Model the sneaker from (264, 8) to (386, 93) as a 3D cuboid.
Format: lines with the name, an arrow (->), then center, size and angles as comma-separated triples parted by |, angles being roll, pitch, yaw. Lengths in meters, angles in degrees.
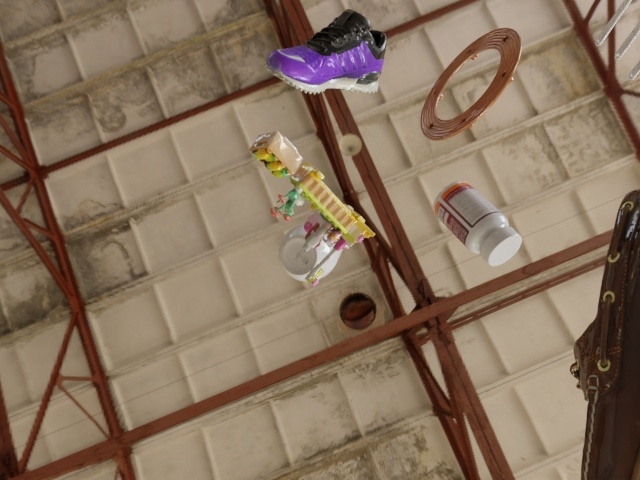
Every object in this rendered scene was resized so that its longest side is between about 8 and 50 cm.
sneaker -> 0.021, -0.365, 1.006 | 0.102, 0.293, 0.146 | 41, -54, 29

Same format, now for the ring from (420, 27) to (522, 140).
ring -> 0.391, -0.403, 1.398 | 0.032, 0.336, 0.337 | 30, -102, -24

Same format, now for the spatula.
spatula -> 0.705, -0.487, 1.153 | 0.019, 0.242, 0.168 | -19, -117, -20

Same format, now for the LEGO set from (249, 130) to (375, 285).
LEGO set -> -0.016, -0.018, 0.688 | 0.107, 0.287, 0.132 | -46, -113, 0

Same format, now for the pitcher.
pitcher -> 0.000, 0.000, 1.185 | 0.125, 0.207, 0.178 | 34, -74, 12

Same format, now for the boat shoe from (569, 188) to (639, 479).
boat shoe -> 0.183, 0.069, 0.302 | 0.073, 0.073, 0.207 | 13, -98, 52

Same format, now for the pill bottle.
pill bottle -> 0.395, -0.044, 1.349 | 0.121, 0.121, 0.221 | -32, -129, -4
